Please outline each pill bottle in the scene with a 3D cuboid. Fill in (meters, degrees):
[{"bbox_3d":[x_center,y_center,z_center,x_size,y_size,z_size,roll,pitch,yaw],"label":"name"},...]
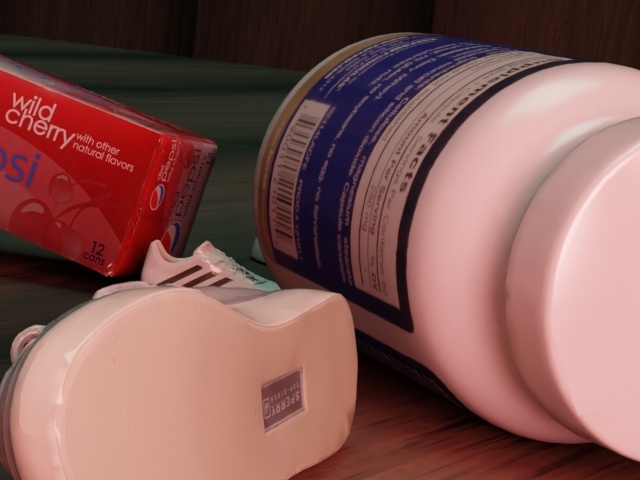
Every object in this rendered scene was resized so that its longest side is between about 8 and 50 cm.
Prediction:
[{"bbox_3d":[0.084,-0.002,0.752,0.153,0.153,0.264,2,10,-23],"label":"pill bottle"}]

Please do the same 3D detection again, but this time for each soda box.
[{"bbox_3d":[-0.195,-0.065,1.011,0.263,0.083,0.092,22,6,17],"label":"soda box"}]

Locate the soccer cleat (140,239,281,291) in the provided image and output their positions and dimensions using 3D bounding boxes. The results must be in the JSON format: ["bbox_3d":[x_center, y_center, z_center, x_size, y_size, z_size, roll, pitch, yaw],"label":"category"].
[{"bbox_3d":[-0.050,0.019,0.921,0.083,0.036,0.029,6,8,7],"label":"soccer cleat"}]

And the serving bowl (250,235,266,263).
[{"bbox_3d":[0.000,0.000,1.108,0.083,0.027,0.083,6,9,-1],"label":"serving bowl"}]

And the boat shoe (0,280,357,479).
[{"bbox_3d":[-0.057,0.053,0.592,0.081,0.079,0.227,-2,1,20],"label":"boat shoe"}]
